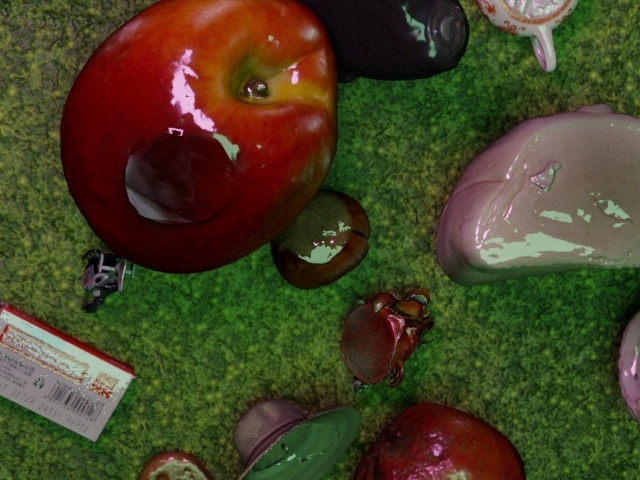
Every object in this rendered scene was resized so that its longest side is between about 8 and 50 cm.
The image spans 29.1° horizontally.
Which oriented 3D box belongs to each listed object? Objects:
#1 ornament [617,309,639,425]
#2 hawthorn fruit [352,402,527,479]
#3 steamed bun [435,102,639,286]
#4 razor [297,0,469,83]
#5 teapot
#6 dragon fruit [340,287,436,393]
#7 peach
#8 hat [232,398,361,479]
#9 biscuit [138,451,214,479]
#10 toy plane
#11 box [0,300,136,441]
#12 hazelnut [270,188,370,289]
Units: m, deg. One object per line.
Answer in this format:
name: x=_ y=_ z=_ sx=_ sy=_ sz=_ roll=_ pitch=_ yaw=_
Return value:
ornament: x=0.580 y=0.191 z=1.843 sx=0.225 sy=0.259 sz=0.259 roll=9 pitch=102 yaw=-12
hawthorn fruit: x=0.202 y=0.389 z=1.833 sx=0.300 sy=0.254 sz=0.254 roll=36 pitch=96 yaw=-3
steamed bun: x=0.355 y=-0.066 z=1.761 sx=0.384 sy=0.247 sz=0.236 roll=-5 pitch=84 yaw=-8
razor: x=0.060 y=-0.295 z=1.611 sx=0.107 sy=0.327 sz=0.189 roll=-36 pitch=108 yaw=-17
teapot: x=0.296 y=-0.358 z=1.744 sx=0.159 sy=0.116 sz=0.245 roll=-26 pitch=104 yaw=-15
dragon fruit: x=0.107 y=0.140 z=1.832 sx=0.175 sy=0.142 sz=0.138 roll=-27 pitch=71 yaw=-22
peach: x=-0.158 y=-0.133 z=1.587 sx=0.406 sy=0.310 sz=0.335 roll=-35 pitch=111 yaw=28
hat: x=-0.070 y=0.298 z=1.841 sx=0.252 sy=0.252 sz=0.110 roll=-43 pitch=63 yaw=3
biscuit: x=-0.269 y=0.469 z=1.890 sx=0.277 sy=0.052 sz=0.262 roll=-20 pitch=102 yaw=-4
toy plane: x=-0.300 y=0.051 z=1.733 sx=0.053 sy=0.197 sz=0.078 roll=12 pitch=73 yaw=-24
box: x=-0.399 y=0.191 z=1.802 sx=0.229 sy=0.050 sz=0.123 roll=29 pitch=96 yaw=-14
hazelnut: x=0.000 y=0.000 z=1.777 sx=0.143 sy=0.143 sz=0.154 roll=42 pitch=79 yaw=-15
